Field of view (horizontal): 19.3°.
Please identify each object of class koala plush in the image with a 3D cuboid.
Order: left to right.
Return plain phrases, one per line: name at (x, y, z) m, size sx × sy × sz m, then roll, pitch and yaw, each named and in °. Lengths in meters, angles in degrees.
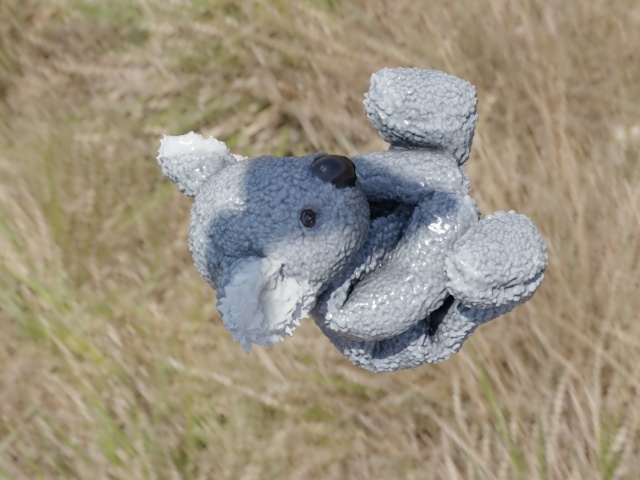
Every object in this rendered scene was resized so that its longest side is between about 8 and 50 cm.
koala plush at (0.000, 0.000, 1.301) m, size 0.203 × 0.221 × 0.196 m, roll -49°, pitch 51°, yaw 38°
